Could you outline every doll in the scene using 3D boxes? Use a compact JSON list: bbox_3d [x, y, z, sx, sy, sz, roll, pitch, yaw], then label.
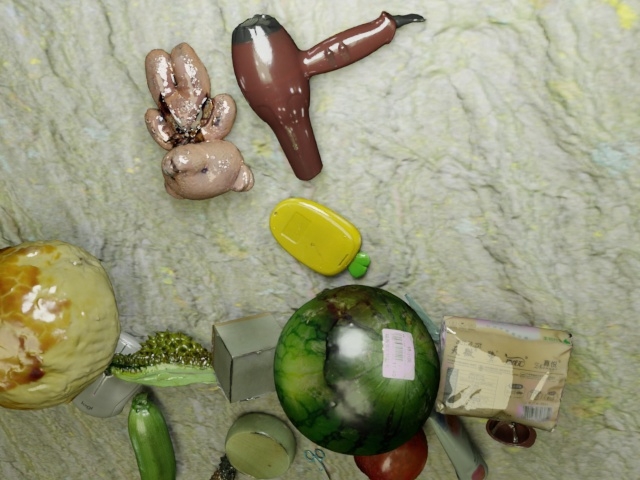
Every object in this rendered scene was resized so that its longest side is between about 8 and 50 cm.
[{"bbox_3d":[-0.259,-0.211,1.181,0.201,0.156,0.303,-8,113,21],"label":"doll"}]

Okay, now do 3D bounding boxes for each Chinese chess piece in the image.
[{"bbox_3d":[-0.157,0.542,1.642,0.189,0.083,0.188,5,119,10],"label":"Chinese chess piece"}]

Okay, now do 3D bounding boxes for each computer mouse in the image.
[{"bbox_3d":[-0.566,0.362,1.624,0.184,0.121,0.297,38,123,-7],"label":"computer mouse"}]

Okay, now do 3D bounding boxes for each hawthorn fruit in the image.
[{"bbox_3d":[0.173,0.475,1.464,0.179,0.179,0.200,28,102,-2],"label":"hawthorn fruit"}]

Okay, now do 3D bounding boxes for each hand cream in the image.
[{"bbox_3d":[0.314,0.462,1.448,0.078,0.124,0.340,-17,118,21],"label":"hand cream"}]

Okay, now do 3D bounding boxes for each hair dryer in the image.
[{"bbox_3d":[0.036,-0.286,1.101,0.341,0.123,0.312,-19,124,13],"label":"hair dryer"}]

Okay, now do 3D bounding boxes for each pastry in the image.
[{"bbox_3d":[-0.651,0.184,1.390,0.389,0.313,0.388,0,90,36],"label":"pastry"}]

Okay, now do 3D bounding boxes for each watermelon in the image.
[{"bbox_3d":[0.069,0.259,1.251,0.364,0.363,0.363,7,121,12],"label":"watermelon"}]

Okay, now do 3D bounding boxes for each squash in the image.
[{"bbox_3d":[-0.465,0.586,1.736,0.107,0.107,0.394,5,119,13],"label":"squash"}]

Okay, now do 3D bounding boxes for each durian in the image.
[{"bbox_3d":[-0.375,0.295,1.531,0.375,0.106,0.132,1,125,5],"label":"durian"}]

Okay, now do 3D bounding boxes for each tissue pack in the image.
[{"bbox_3d":[0.368,0.274,1.283,0.257,0.123,0.214,6,102,5],"label":"tissue pack"}]

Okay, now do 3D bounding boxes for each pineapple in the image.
[{"bbox_3d":[-0.260,0.643,1.739,0.074,0.074,0.159,25,115,0],"label":"pineapple"}]

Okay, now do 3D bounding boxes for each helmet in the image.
[{"bbox_3d":[0.433,0.416,1.413,0.111,0.057,0.089,22,120,8],"label":"helmet"}]

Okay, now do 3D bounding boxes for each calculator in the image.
[{"bbox_3d":[0.000,0.000,1.301,0.235,0.032,0.146,33,123,-3],"label":"calculator"}]

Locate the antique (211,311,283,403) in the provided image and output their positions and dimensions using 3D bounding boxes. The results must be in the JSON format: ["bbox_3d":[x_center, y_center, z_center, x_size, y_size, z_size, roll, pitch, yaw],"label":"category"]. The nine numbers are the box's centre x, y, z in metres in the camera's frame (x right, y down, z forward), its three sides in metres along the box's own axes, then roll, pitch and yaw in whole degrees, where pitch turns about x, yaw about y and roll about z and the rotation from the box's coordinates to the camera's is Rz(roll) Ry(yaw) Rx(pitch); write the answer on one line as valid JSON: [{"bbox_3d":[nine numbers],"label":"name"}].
[{"bbox_3d":[-0.164,0.260,1.418,0.152,0.148,0.146,-10,127,-26],"label":"antique"}]

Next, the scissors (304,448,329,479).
[{"bbox_3d":[0.001,0.608,1.673,0.058,0.014,0.119,-18,110,25],"label":"scissors"}]

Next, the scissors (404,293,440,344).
[{"bbox_3d":[0.260,0.212,1.366,0.248,0.017,0.144,35,122,-5],"label":"scissors"}]
